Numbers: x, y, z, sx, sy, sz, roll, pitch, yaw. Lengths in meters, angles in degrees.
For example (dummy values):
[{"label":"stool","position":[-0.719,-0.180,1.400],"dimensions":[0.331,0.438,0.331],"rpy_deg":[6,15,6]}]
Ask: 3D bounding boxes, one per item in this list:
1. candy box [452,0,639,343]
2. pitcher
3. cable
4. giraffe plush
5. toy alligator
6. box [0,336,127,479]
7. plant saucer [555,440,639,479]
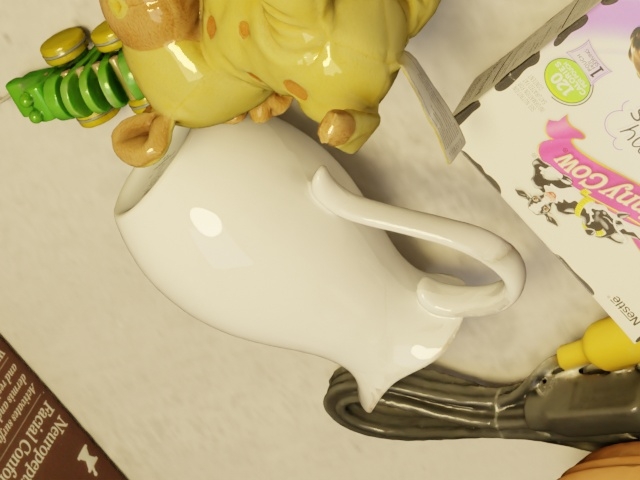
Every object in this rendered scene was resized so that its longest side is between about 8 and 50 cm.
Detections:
[{"label":"candy box","position":[0.190,-0.064,0.736],"dimensions":[0.165,0.070,0.196],"rpy_deg":[46,127,-8]},{"label":"pitcher","position":[0.000,0.000,0.825],"dimensions":[0.207,0.125,0.177],"rpy_deg":[35,139,-19]},{"label":"cable","position":[0.145,0.097,0.917],"dimensions":[0.287,0.072,0.139],"rpy_deg":[-7,143,38]},{"label":"giraffe plush","position":[-0.037,-0.123,0.725],"dimensions":[0.170,0.181,0.210],"rpy_deg":[-8,107,38]},{"label":"toy alligator","position":[-0.155,-0.091,0.856],"dimensions":[0.189,0.051,0.056],"rpy_deg":[-11,122,26]},{"label":"box","position":[-0.229,0.252,1.056],"dimensions":[0.143,0.191,0.381],"rpy_deg":[-21,118,31]},{"label":"plant saucer","position":[0.241,0.163,0.879],"dimensions":[0.199,0.037,0.200],"rpy_deg":[9,159,3]}]
